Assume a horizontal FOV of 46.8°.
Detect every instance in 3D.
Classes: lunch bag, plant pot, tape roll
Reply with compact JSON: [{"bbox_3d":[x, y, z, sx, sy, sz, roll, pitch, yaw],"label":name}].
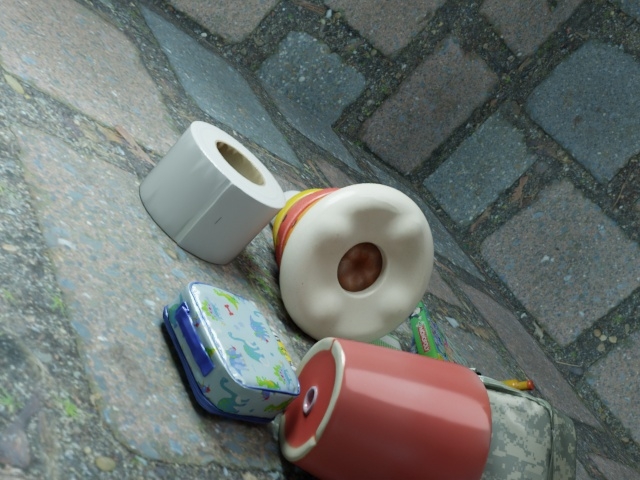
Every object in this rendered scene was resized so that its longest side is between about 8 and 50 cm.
[{"bbox_3d":[0.282,0.395,1.236,0.256,0.212,0.305,34,58,-37],"label":"lunch bag"},{"bbox_3d":[0.084,0.281,1.145,0.243,0.275,0.275,24,22,-18],"label":"plant pot"},{"bbox_3d":[-0.212,-0.095,1.479,0.246,0.169,0.246,41,16,-14],"label":"tape roll"},{"bbox_3d":[-0.142,0.170,1.138,0.176,0.090,0.219,25,25,-51],"label":"lunch bag"}]

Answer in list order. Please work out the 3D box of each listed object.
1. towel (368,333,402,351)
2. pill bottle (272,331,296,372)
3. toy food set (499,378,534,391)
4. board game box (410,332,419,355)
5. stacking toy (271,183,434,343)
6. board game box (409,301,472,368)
[{"bbox_3d":[0.146,0.291,1.636,0.248,0.038,0.325,34,19,-35],"label":"towel"},{"bbox_3d":[-0.090,0.194,1.248,0.065,0.065,0.116,23,26,-52],"label":"pill bottle"},{"bbox_3d":[0.451,0.441,1.750,0.111,0.104,0.232,56,37,-22],"label":"toy food set"},{"bbox_3d":[0.273,0.311,1.843,0.136,0.035,0.201,57,15,-6],"label":"board game box"},{"bbox_3d":[0.000,0.000,1.687,0.350,0.351,0.480,35,0,-30],"label":"stacking toy"},{"bbox_3d":[0.328,0.325,1.833,0.317,0.046,0.213,50,16,-29],"label":"board game box"}]
